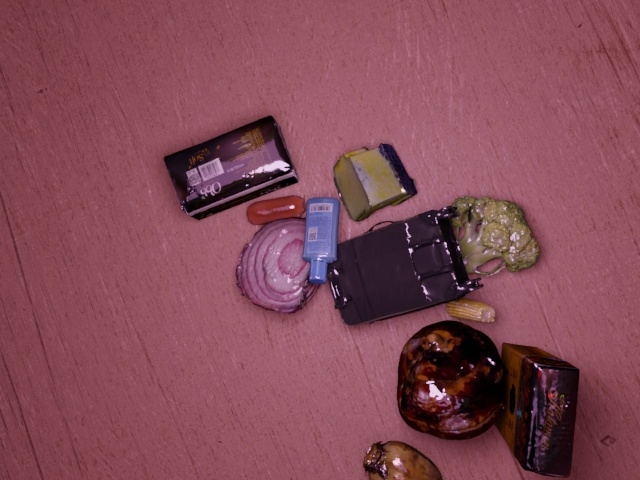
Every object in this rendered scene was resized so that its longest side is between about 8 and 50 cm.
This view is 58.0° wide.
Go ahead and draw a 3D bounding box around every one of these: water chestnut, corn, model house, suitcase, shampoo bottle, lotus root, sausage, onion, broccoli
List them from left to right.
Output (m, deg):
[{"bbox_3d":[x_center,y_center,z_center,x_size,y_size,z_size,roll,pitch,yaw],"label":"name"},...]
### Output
[{"bbox_3d":[-0.142,-0.097,1.832,0.194,0.077,0.077,-9,87,9],"label":"sausage"},{"bbox_3d":[-0.108,0.076,1.793,0.280,0.146,0.314,11,74,29],"label":"onion"},{"bbox_3d":[0.000,0.000,1.682,0.103,0.061,0.258,0,67,12],"label":"shampoo bottle"},{"bbox_3d":[0.174,-0.190,1.777,0.211,0.170,0.194,-21,77,-21],"label":"model house"},{"bbox_3d":[0.226,0.078,1.677,0.434,0.194,0.283,-20,82,26],"label":"suitcase"},{"bbox_3d":[0.256,0.703,1.716,0.314,0.141,0.169,33,96,-2],"label":"lotus root"},{"bbox_3d":[0.374,0.420,1.651,0.335,0.347,0.335,-10,42,9],"label":"water chestnut"},{"bbox_3d":[0.439,0.205,1.689,0.085,0.165,0.063,22,82,-22],"label":"corn"},{"bbox_3d":[0.469,-0.011,1.686,0.302,0.186,0.254,-13,93,2],"label":"broccoli"}]

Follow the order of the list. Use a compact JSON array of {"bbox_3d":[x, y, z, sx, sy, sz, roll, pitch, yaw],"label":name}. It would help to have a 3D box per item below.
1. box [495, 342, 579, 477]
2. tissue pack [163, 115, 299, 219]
[{"bbox_3d":[0.565,0.428,1.540,0.115,0.415,0.264,7,89,8],"label":"box"},{"bbox_3d":[-0.272,-0.217,1.782,0.370,0.198,0.210,-20,90,3],"label":"tissue pack"}]
